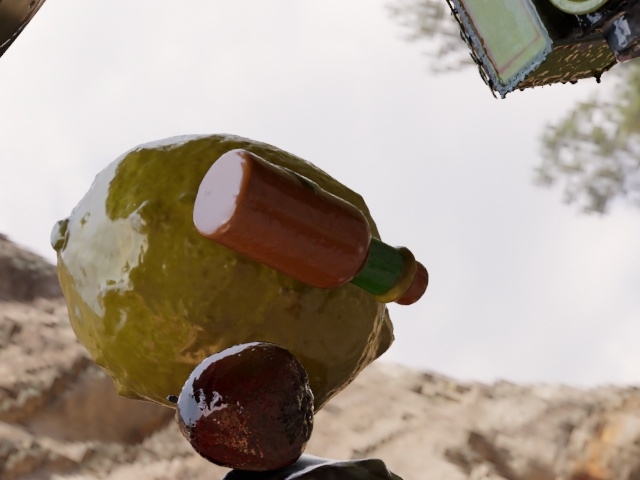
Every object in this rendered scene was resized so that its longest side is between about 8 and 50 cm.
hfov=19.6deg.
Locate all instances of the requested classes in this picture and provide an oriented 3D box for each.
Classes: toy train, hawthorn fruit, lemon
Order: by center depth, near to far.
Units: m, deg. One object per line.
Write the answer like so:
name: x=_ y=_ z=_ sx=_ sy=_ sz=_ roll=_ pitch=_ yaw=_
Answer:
hawthorn fruit: x=-0.040 y=0.091 z=1.007 sx=0.077 sy=0.077 sz=0.077 roll=-24 pitch=-58 yaw=-45
toy train: x=0.170 y=-0.230 z=1.346 sx=0.134 sy=0.177 sz=0.261 roll=-12 pitch=-110 yaw=-38
lemon: x=-0.073 y=0.030 z=1.473 sx=0.288 sy=0.233 sz=0.233 roll=20 pitch=-90 yaw=-9

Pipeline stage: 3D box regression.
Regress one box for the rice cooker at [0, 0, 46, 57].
rice cooker: x=-0.192 y=-0.159 z=0.932 sx=0.206 sy=0.127 sz=0.145 roll=-53 pitch=-7 yaw=-24

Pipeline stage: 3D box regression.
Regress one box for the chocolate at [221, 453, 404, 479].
chocolate: x=0.046 y=0.332 z=1.404 sx=0.225 sy=0.210 sz=0.340 roll=-28 pitch=-65 yaw=-31

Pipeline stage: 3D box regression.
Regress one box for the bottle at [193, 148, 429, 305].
bottle: x=0.000 y=0.000 z=1.313 sx=0.187 sy=0.069 sz=0.069 roll=27 pitch=-98 yaw=-34
